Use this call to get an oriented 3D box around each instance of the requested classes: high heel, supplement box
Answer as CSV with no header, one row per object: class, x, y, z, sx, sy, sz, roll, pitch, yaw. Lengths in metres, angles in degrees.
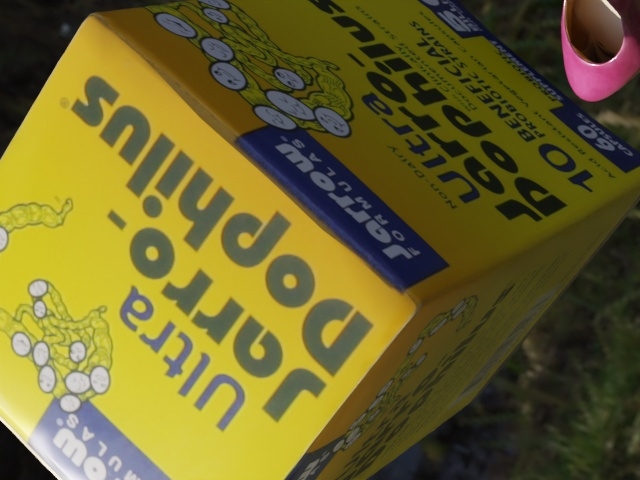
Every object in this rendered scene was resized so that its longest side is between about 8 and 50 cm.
high heel,0.189,-0.167,1.211,0.117,0.082,0.244,-34,-21,-26
supplement box,0.000,0.000,0.875,0.195,0.194,0.356,-55,-14,26
